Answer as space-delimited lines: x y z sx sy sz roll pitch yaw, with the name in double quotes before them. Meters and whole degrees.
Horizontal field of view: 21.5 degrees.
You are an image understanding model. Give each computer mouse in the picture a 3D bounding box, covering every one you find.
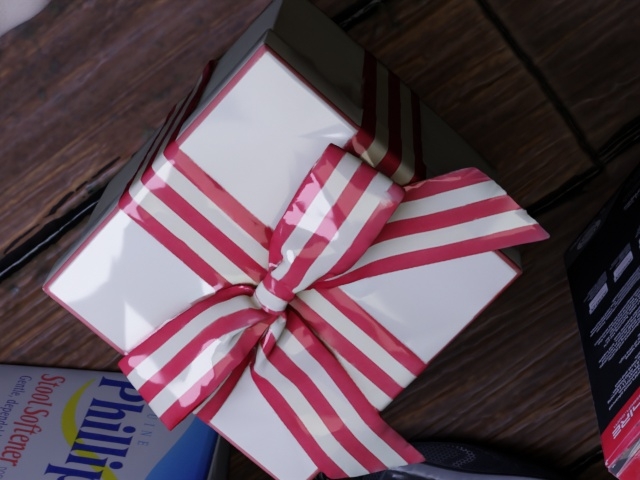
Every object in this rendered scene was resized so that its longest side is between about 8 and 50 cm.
"computer mouse" 0.105 0.206 1.331 0.272 0.072 0.188 14 112 11

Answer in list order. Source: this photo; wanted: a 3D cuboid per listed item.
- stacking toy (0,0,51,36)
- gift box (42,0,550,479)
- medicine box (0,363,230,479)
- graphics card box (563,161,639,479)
"stacking toy" -0.329 -0.341 0.925 0.480 0.350 0.350 35 109 10
"gift box" 0.000 0.000 1.158 0.276 0.258 0.255 36 108 -8
"medicine box" -0.223 0.211 1.242 0.289 0.263 0.149 3 110 2
"graphics card box" 0.270 0.009 1.087 0.094 0.371 0.233 35 107 -9
